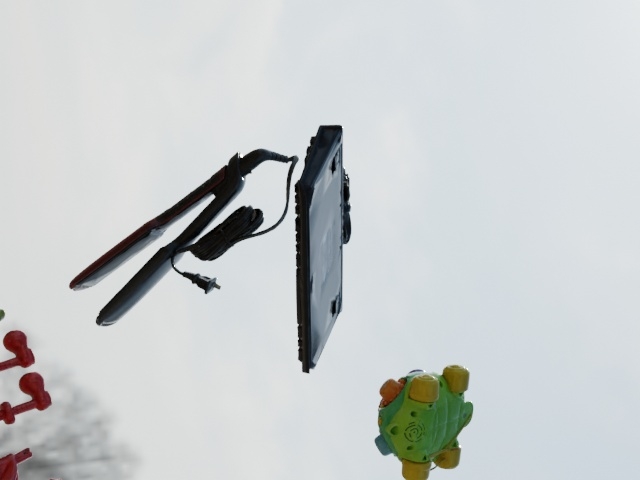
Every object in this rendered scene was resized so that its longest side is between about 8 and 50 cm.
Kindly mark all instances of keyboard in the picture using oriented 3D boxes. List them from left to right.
[{"bbox_3d":[0.000,0.000,1.207,0.108,0.023,0.180,-64,161,-45],"label":"keyboard"}]

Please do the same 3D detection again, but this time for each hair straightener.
[{"bbox_3d":[-0.105,0.005,1.449,0.089,0.230,0.047,54,3,12],"label":"hair straightener"}]

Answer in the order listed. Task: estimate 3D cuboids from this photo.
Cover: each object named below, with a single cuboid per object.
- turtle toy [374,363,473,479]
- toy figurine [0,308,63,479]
[{"bbox_3d":[0.090,0.149,1.440,0.066,0.130,0.095,14,-75,33],"label":"turtle toy"},{"bbox_3d":[-0.336,0.079,1.504,0.363,0.191,0.217,60,-31,25],"label":"toy figurine"}]
